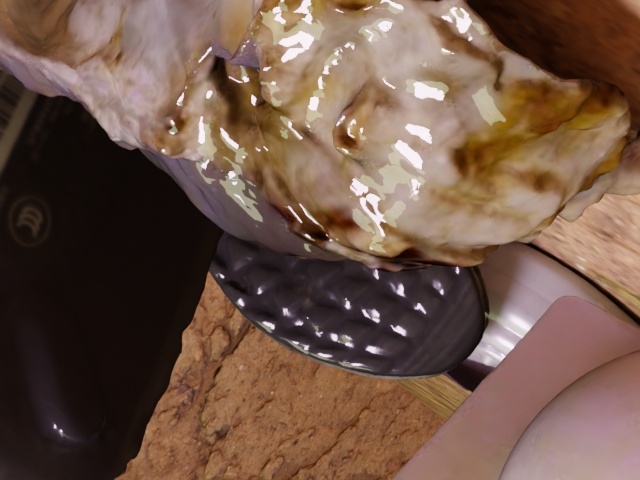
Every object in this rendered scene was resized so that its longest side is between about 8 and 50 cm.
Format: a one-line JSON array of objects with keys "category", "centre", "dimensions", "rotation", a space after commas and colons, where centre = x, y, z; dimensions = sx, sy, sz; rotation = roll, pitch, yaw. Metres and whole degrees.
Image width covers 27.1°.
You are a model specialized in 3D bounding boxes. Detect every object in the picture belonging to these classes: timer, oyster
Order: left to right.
[{"category": "oyster", "centre": [-0.033, -0.082, 0.538], "dimensions": [0.337, 0.133, 0.198], "rotation": [26, 163, 30]}, {"category": "timer", "centre": [0.151, 0.081, 0.971], "dimensions": [0.237, 0.087, 0.262], "rotation": [38, 171, -23]}]

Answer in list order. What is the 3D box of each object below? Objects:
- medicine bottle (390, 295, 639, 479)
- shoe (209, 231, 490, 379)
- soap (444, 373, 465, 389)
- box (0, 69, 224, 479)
[{"category": "medicine bottle", "centre": [0.235, 0.190, 0.662], "dimensions": [0.406, 0.235, 0.236], "rotation": [32, 173, 24]}, {"category": "shoe", "centre": [-0.016, -0.019, 0.922], "dimensions": [0.336, 0.132, 0.171], "rotation": [40, -175, 22]}, {"category": "soap", "centre": [0.083, 0.066, 1.335], "dimensions": [0.203, 0.065, 0.122], "rotation": [34, 174, 12]}, {"category": "box", "centre": [-0.200, -0.067, 0.669], "dimensions": [0.350, 0.359, 0.091], "rotation": [37, 139, -26]}]
